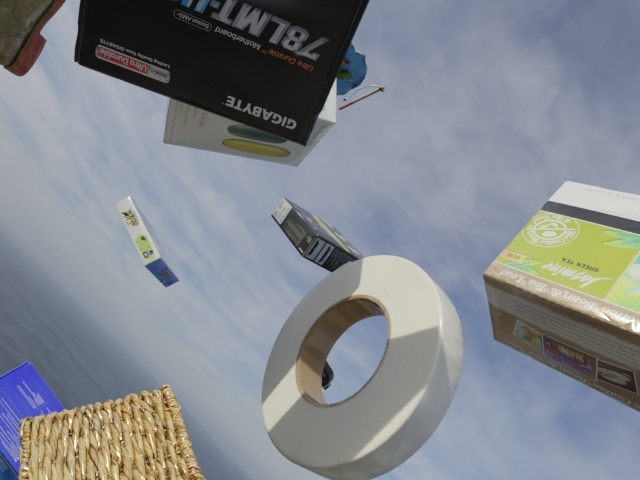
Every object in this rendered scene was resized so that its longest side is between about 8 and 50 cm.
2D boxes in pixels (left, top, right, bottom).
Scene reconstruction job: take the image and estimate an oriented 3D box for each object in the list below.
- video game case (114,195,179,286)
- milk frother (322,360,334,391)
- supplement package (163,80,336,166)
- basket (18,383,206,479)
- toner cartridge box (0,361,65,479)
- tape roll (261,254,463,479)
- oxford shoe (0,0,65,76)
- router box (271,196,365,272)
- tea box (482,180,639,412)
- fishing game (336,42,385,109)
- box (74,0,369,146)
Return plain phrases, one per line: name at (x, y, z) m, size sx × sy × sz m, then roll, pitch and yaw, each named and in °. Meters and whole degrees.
video game case at (-0.585, 0.014, 1.538) m, size 0.244 × 0.061 × 0.269 m, roll 59°, pitch -14°, yaw 16°
milk frother at (-0.048, 0.407, 1.354) m, size 0.135 × 0.143 × 0.129 m, roll 60°, pitch -33°, yaw 5°
supplement package at (-0.129, -0.277, 0.806) m, size 0.263 × 0.198 × 0.199 m, roll 7°, pitch -16°, yaw -21°
basket at (-0.296, 0.398, 0.648) m, size 0.299 × 0.223 × 0.213 m, roll 40°, pitch -54°, yaw 49°
toner cartridge box at (-0.609, 0.449, 0.969) m, size 0.348 × 0.075 × 0.165 m, roll 55°, pitch 18°, yaw -2°
tape roll at (0.056, 0.200, 0.784) m, size 0.072 × 0.392 × 0.392 m, roll 41°, pitch -20°, yaw -30°
oxford shoe at (-0.591, -0.508, 0.894) m, size 0.123 × 0.348 × 0.130 m, roll 33°, pitch 9°, yaw 34°
router box at (0.000, 0.000, 1.426) m, size 0.243 × 0.081 × 0.309 m, roll 30°, pitch 11°, yaw -33°
tea box at (0.546, 0.091, 0.848) m, size 0.329 × 0.323 × 0.220 m, roll 24°, pitch -32°, yaw 46°
fishing game at (0.009, -0.359, 0.953) m, size 0.189 × 0.041 × 0.264 m, roll -12°, pitch -29°, yaw 43°
box at (-0.098, -0.291, 0.512) m, size 0.295 × 0.073 × 0.293 m, roll 18°, pitch -60°, yaw -16°
